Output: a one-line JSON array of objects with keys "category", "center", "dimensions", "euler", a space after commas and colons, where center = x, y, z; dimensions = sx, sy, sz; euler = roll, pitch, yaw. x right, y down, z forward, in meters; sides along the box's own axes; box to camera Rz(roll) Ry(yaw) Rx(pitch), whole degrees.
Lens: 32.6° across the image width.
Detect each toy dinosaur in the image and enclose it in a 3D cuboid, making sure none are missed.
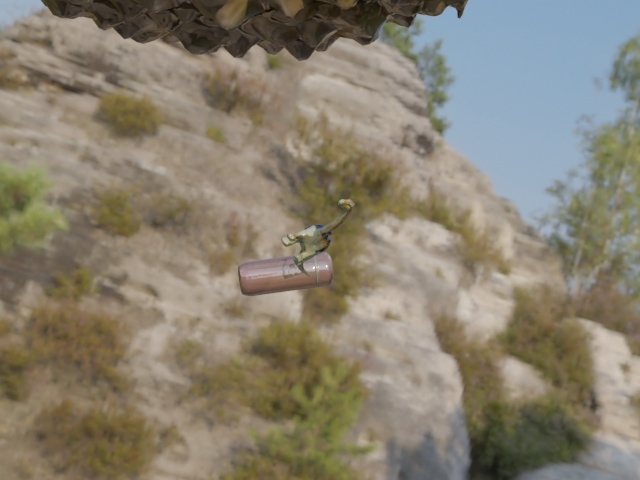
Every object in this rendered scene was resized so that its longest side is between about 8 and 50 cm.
[{"category": "toy dinosaur", "center": [-0.013, 0.004, 1.076], "dimensions": [0.058, 0.037, 0.180], "euler": [-13, -10, -20]}]

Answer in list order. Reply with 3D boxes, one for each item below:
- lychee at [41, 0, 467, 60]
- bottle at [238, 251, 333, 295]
[{"category": "lychee", "center": [-0.058, -0.287, 0.574], "dimensions": [0.432, 0.380, 0.380], "euler": [29, -4, 8]}, {"category": "bottle", "center": [-0.052, 0.051, 1.643], "dimensions": [0.140, 0.053, 0.053], "euler": [-7, -2, -9]}]
